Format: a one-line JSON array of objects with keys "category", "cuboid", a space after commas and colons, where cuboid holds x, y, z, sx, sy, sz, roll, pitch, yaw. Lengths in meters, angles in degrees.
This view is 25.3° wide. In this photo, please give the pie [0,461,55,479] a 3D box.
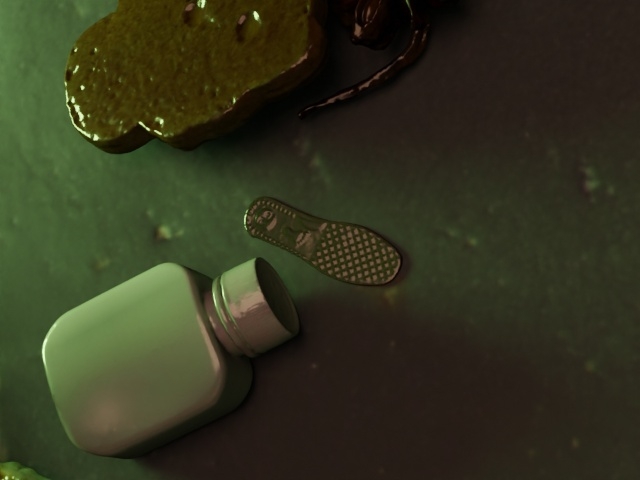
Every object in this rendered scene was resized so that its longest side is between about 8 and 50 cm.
[{"category": "pie", "cuboid": [-0.269, 0.295, 1.062, 0.257, 0.105, 0.274, 18, 82, 39]}]

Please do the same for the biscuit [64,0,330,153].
[{"category": "biscuit", "cuboid": [-0.079, -0.172, 1.100, 0.290, 0.041, 0.208, -28, 56, 21]}]

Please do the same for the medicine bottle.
[{"category": "medicine bottle", "cuboid": [-0.110, 0.080, 1.055, 0.183, 0.069, 0.119, -28, 68, 15]}]

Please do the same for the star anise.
[{"category": "star anise", "cuboid": [0.046, -0.163, 1.056, 0.190, 0.070, 0.097, -38, 40, 11]}]

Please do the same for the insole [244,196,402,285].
[{"category": "insole", "cuboid": [0.000, 0.000, 1.067, 0.135, 0.002, 0.045, 23, 87, 24]}]
